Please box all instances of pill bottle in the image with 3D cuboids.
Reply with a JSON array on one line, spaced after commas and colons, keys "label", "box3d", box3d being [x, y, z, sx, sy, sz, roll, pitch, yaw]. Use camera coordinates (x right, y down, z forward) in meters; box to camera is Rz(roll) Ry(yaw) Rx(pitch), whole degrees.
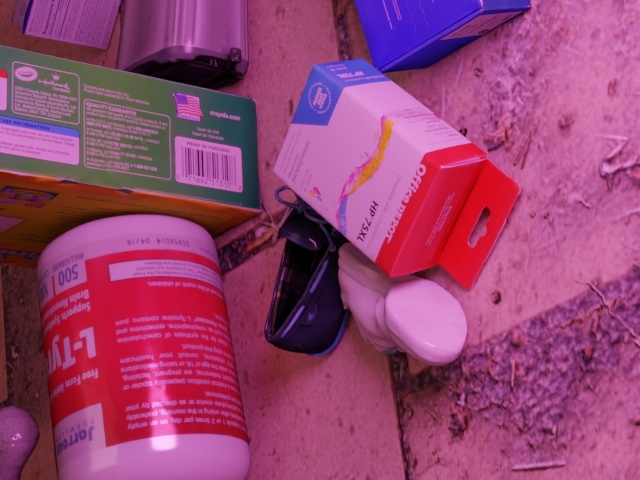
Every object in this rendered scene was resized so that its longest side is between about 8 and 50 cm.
[{"label": "pill bottle", "box3d": [-0.207, 0.193, 1.578, 0.229, 0.229, 0.408, -38, 55, 46]}]

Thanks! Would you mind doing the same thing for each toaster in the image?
[{"label": "toaster", "box3d": [-0.172, -0.270, 1.689, 0.227, 0.129, 0.147, -16, 70, 54]}]

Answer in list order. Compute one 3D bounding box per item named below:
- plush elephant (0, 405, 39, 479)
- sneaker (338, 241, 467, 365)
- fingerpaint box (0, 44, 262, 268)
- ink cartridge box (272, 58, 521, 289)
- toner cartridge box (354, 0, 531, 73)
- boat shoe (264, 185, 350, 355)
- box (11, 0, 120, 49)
[{"label": "plush elephant", "box3d": [-0.334, 0.420, 1.730, 0.272, 0.255, 0.330, 47, 116, 36]}, {"label": "sneaker", "box3d": [0.079, 0.084, 1.337, 0.212, 0.080, 0.094, -132, 45, -55]}, {"label": "fingerpaint box", "box3d": [-0.358, -0.089, 1.648, 0.371, 0.444, 0.163, -25, 63, 51]}, {"label": "ink cartridge box", "box3d": [0.070, -0.061, 1.296, 0.231, 0.078, 0.134, 42, 125, 30]}, {"label": "toner cartridge box", "box3d": [0.081, -0.359, 1.319, 0.165, 0.075, 0.348, -24, 80, 50]}, {"label": "boat shoe", "box3d": [0.000, 0.000, 1.434, 0.109, 0.089, 0.258, 11, 93, 55]}, {"label": "box", "box3d": [-0.376, -0.365, 1.982, 0.072, 0.137, 0.126, 44, 120, 49]}]
